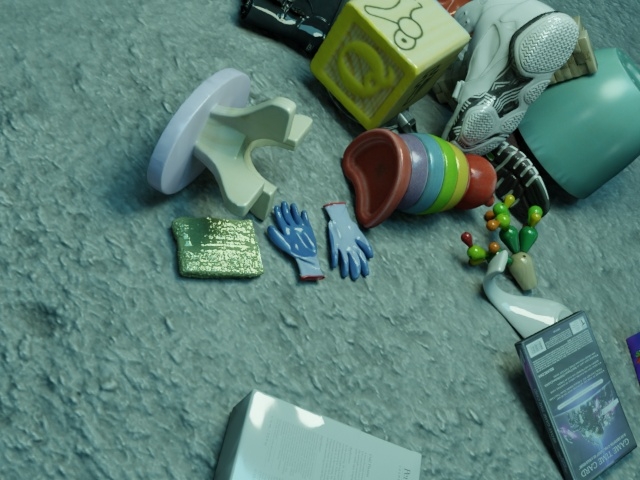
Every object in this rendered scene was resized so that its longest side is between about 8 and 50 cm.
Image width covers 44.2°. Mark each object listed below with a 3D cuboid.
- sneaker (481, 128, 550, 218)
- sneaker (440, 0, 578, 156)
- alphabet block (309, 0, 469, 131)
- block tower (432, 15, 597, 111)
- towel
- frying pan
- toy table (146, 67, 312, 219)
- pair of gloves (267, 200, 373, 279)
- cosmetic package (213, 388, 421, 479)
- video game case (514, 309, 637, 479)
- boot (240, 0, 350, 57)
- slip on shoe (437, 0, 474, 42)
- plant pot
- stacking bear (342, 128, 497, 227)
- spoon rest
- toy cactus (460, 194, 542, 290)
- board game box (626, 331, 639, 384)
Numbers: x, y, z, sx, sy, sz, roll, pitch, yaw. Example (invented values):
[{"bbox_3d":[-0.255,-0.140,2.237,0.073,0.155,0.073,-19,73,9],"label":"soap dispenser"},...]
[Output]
[{"bbox_3d":[0.423,-0.184,1.697,0.162,0.106,0.281,-27,76,-42],"label":"sneaker"},{"bbox_3d":[0.331,-0.338,1.573,0.137,0.366,0.210,7,43,-39],"label":"sneaker"},{"bbox_3d":[0.132,-0.362,1.521,0.192,0.193,0.197,47,51,8],"label":"alphabet block"},{"bbox_3d":[0.409,-0.372,1.673,0.091,0.335,0.097,53,41,-36],"label":"block tower"},{"bbox_3d":[-0.165,0.013,1.279,0.148,0.027,0.110,1,62,-31],"label":"towel"},{"bbox_3d":[0.131,-0.262,1.615,0.197,0.053,0.326,-14,67,-34],"label":"frying pan"},{"bbox_3d":[-0.137,-0.151,1.280,0.160,0.252,0.274,27,60,8],"label":"toy table"},{"bbox_3d":[0.000,0.000,1.388,0.198,0.023,0.159,-4,62,-33],"label":"pair of gloves"},{"bbox_3d":[-0.022,0.428,1.058,0.284,0.097,0.377,24,52,-14],"label":"cosmetic package"},{"bbox_3d":[0.470,0.286,1.441,0.196,0.026,0.274,-17,86,-37],"label":"video game case"},{"bbox_3d":[-0.049,-0.506,1.625,0.207,0.094,0.247,26,58,-19],"label":"boot"},{"bbox_3d":[0.375,-0.535,1.889,0.331,0.101,0.123,27,53,-12],"label":"slip on shoe"},{"bbox_3d":[0.594,-0.276,1.714,0.293,0.235,0.293,32,37,-29],"label":"plant pot"},{"bbox_3d":[0.214,-0.120,1.507,0.288,0.164,0.176,3,60,-34],"label":"stacking bear"},{"bbox_3d":[0.407,0.135,1.517,0.276,0.084,0.137,44,49,-17],"label":"spoon rest"},{"bbox_3d":[0.371,0.014,1.562,0.219,0.112,0.181,-29,97,-42],"label":"toy cactus"},{"bbox_3d":[0.815,0.315,1.629,0.346,0.078,0.234,10,57,-25],"label":"board game box"}]
